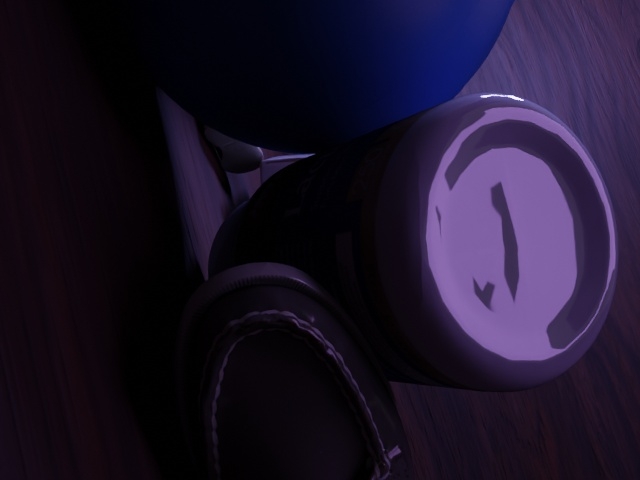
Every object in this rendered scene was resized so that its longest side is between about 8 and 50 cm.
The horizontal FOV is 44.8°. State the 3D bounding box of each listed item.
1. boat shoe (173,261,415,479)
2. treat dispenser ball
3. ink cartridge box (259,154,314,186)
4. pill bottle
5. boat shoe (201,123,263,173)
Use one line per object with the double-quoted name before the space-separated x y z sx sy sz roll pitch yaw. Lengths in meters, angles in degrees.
"boat shoe" 0.005 0.157 0.382 0.091 0.109 0.305 -115 -170 -66
"treat dispenser ball" -0.005 -0.204 0.538 0.288 0.288 0.288 -17 90 -88
"ink cartridge box" 0.000 0.000 0.942 0.289 0.122 0.211 -96 -178 -83
"pill bottle" 0.035 0.012 0.492 0.265 0.153 0.153 -12 -84 59
"boat shoe" -0.097 -0.113 0.836 0.137 0.049 0.043 56 15 -68
